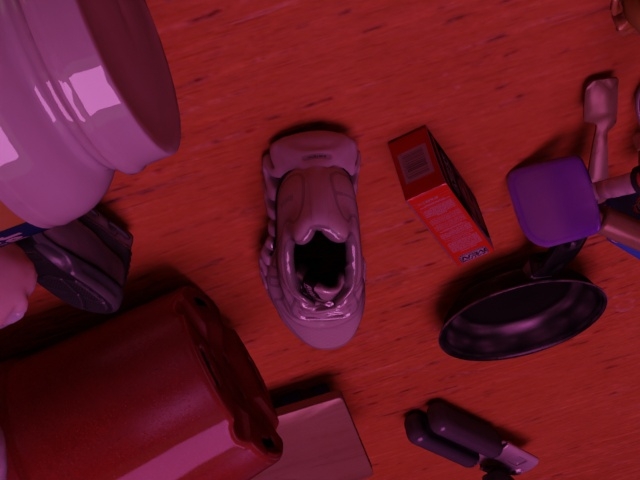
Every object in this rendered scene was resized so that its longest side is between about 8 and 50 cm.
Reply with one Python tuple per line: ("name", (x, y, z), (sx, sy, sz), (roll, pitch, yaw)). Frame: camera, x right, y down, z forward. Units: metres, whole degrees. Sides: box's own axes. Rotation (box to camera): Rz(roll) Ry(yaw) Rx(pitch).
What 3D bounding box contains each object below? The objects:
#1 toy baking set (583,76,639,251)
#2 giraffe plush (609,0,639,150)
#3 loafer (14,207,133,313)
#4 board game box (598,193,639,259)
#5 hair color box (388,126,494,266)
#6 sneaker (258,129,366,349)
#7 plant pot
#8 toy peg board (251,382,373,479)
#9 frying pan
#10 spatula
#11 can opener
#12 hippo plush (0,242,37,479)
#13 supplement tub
("toy baking set", (0.337, -0.072, 1.175), (0.256, 0.030, 0.197), (17, 124, -18))
("giraffe plush", (0.301, -0.184, 0.935), (0.210, 0.181, 0.170), (-40, 129, 7))
("loafer", (-0.250, -0.032, 1.036), (0.096, 0.084, 0.267), (5, 151, 29))
("board game box", (0.421, -0.025, 1.302), (0.160, 0.047, 0.210), (-36, 141, 29))
("hair color box", (0.117, -0.040, 1.147), (0.043, 0.072, 0.141), (-24, 146, 14))
("sneaker", (-0.004, 0.030, 1.146), (0.110, 0.118, 0.292), (-9, 142, -2))
("plant pot", (-0.198, 0.194, 1.218), (0.265, 0.272, 0.272), (-29, 144, 8))
("toy peg board", (-0.035, 0.242, 1.510), (0.161, 0.079, 0.160), (-18, 130, 4))
("frying pan", (0.210, 0.056, 1.319), (0.197, 0.053, 0.326), (-18, 150, 9))
("spatula", (0.273, -0.050, 1.076), (0.030, 0.084, 0.296), (-16, -179, -28))
("can opener", (0.219, 0.297, 1.661), (0.074, 0.093, 0.280), (-30, 138, 23))
("hippo plush", (-0.363, 0.137, 0.996), (0.234, 0.236, 0.294), (2, 164, -24))
("supplement tub", (-0.273, -0.092, 0.786), (0.316, 0.228, 0.228), (-19, 146, 8))
